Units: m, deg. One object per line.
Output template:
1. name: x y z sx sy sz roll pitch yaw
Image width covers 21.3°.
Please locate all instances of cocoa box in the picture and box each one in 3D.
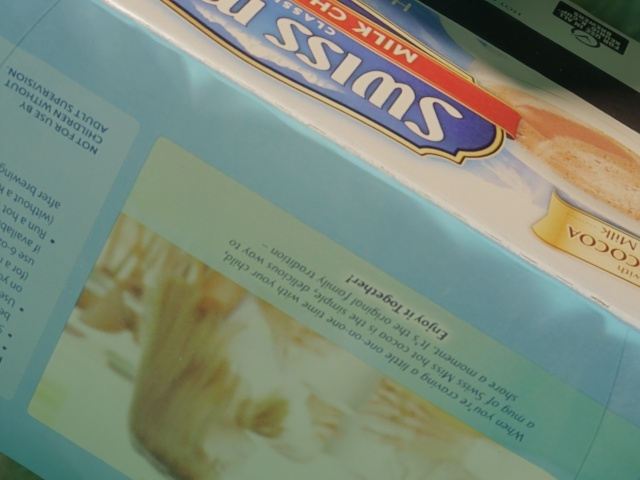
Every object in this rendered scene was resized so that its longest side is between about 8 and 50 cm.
1. cocoa box: 0.000 0.000 0.751 0.347 0.228 0.231 32 123 3
